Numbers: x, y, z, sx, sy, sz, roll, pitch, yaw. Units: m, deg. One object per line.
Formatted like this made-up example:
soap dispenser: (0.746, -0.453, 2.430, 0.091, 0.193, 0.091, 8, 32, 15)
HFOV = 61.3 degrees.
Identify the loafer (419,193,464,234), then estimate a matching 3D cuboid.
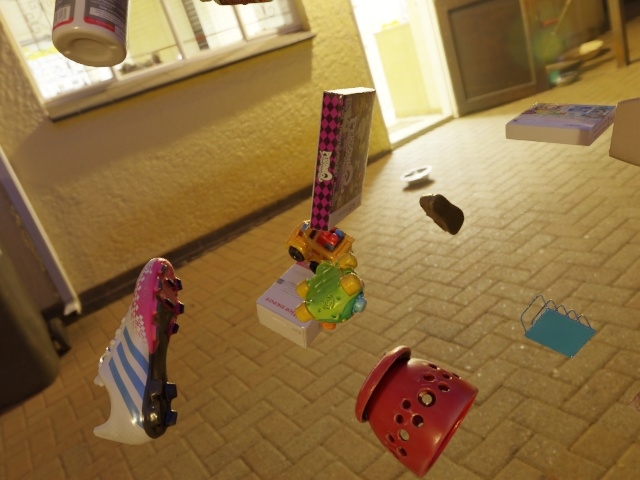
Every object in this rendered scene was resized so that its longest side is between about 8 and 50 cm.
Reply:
loafer: (0.256, -0.060, 1.136, 0.050, 0.148, 0.056, 32, 84, 44)

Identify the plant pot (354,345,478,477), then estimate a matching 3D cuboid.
plant pot: (0.169, 0.308, 1.003, 0.174, 0.191, 0.191, 30, 44, 25)

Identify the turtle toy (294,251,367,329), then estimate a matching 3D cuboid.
turtle toy: (0.021, 0.066, 0.712, 0.095, 0.066, 0.130, -33, 25, 17)

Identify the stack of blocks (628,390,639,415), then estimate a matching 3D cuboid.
stack of blocks: (0.835, 0.406, 1.120, 0.171, 0.087, 0.297, -3, 34, -31)

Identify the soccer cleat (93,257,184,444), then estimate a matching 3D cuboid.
soccer cleat: (-0.330, 0.186, 0.953, 0.143, 0.116, 0.331, -9, 63, 10)

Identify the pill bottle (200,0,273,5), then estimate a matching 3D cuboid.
pill bottle: (-0.167, -0.507, 1.059, 0.152, 0.086, 0.086, 1, 24, 13)

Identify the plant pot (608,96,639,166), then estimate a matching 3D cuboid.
plant pot: (0.453, -0.151, 0.736, 0.096, 0.109, 0.109, 11, 20, 29)

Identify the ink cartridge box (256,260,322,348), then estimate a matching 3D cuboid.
ink cartridge box: (-0.054, 0.200, 1.843, 0.207, 0.117, 0.283, 25, 48, 25)

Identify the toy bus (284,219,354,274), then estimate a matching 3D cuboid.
toy bus: (0.000, 0.000, 1.774, 0.220, 0.211, 0.149, 34, 66, 12)

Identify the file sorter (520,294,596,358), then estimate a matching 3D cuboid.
file sorter: (0.729, 0.260, 1.673, 0.170, 0.118, 0.104, 25, 28, -6)

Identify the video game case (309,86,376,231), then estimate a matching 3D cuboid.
video game case: (0.043, -0.152, 0.970, 0.042, 0.231, 0.210, 12, 20, 17)

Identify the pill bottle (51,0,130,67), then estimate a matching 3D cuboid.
pill bottle: (-0.526, -0.568, 1.258, 0.162, 0.283, 0.161, -1, -13, 0)

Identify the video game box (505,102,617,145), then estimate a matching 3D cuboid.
video game box: (0.595, -0.292, 1.340, 0.205, 0.048, 0.187, 16, 40, 40)
